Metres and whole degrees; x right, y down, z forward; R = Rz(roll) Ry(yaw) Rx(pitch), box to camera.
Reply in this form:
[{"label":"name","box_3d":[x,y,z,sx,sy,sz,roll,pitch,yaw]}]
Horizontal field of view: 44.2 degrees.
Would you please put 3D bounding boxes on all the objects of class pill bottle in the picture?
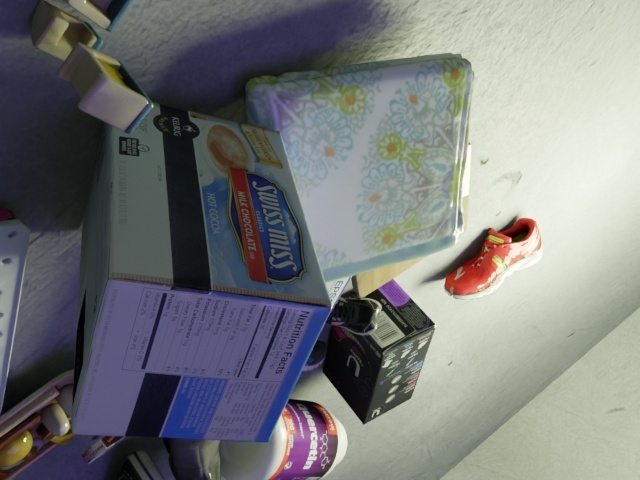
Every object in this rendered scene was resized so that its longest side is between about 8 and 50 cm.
[{"label":"pill bottle","box_3d":[-0.075,0.431,1.698,0.181,0.181,0.323,-49,147,13]}]

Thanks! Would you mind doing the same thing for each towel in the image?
[{"label":"towel","box_3d":[0.063,-0.107,1.187,0.374,0.090,0.320,-14,118,-25]}]

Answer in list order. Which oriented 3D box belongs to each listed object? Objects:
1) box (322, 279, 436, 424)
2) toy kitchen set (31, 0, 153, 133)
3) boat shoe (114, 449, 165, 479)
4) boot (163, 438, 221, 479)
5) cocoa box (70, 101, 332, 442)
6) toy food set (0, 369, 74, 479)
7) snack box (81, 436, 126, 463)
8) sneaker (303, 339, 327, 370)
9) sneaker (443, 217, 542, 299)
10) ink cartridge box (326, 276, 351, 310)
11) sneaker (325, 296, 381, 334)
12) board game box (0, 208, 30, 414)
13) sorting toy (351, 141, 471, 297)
[{"label":"box","box_3d":[0.117,0.235,1.674,0.143,0.165,0.270,-23,143,-27]},{"label":"toy kitchen set","box_3d":[-0.173,-0.235,0.810,0.207,0.166,0.122,-50,146,15]},{"label":"boat shoe","box_3d":[-0.395,0.599,1.575,0.156,0.187,0.500,-20,148,-39]},{"label":"boot","box_3d":[-0.206,0.429,1.429,0.118,0.223,0.338,-12,161,-15]},{"label":"cocoa box","box_3d":[-0.154,0.029,0.927,0.228,0.347,0.231,9,126,-21]},{"label":"toy food set","box_3d":[-0.443,0.335,1.240,0.306,0.092,0.220,-35,160,-12]},{"label":"snack box","box_3d":[-0.326,0.322,1.354,0.064,0.022,0.178,-40,174,31]},{"label":"sneaker","box_3d":[-0.047,0.223,1.592,0.166,0.065,0.076,-11,133,-40]},{"label":"sneaker","box_3d":[0.387,0.032,1.800,0.279,0.107,0.118,-31,128,-20]},{"label":"ink cartridge box","box_3d":[-0.136,0.155,1.344,0.307,0.072,0.303,3,126,-46]},{"label":"sneaker","box_3d":[0.034,0.138,1.488,0.077,0.178,0.072,14,79,-41]},{"label":"board game box","box_3d":[-0.574,0.137,0.953,0.390,0.050,0.390,-10,136,-39]},{"label":"sorting toy","box_3d":[0.140,-0.055,1.421,0.255,0.089,0.257,-31,147,-14]}]
